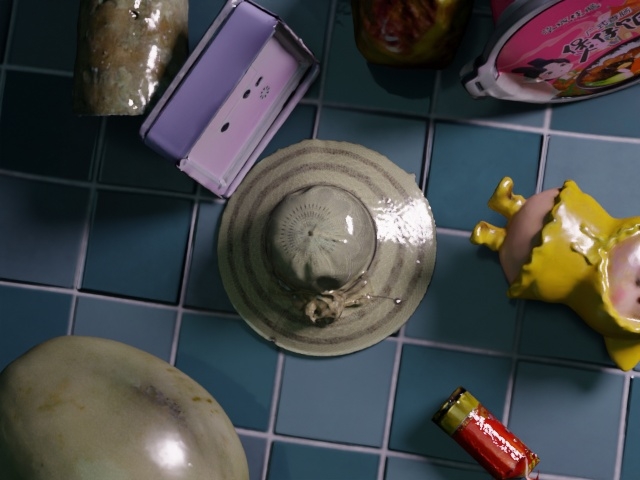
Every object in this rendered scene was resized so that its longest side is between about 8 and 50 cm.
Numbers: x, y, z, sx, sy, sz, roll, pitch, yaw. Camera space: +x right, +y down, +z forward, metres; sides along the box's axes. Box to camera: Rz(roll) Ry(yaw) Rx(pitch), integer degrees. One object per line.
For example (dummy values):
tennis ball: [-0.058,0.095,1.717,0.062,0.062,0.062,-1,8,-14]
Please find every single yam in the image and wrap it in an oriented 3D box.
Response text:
yam: [-0.212,-0.283,1.671,0.133,0.133,0.330,-3,79,8]

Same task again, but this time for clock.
clock: [-0.096,-0.154,1.627,0.073,0.144,0.193,35,89,22]

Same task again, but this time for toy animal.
toy animal: [0.272,0.022,1.567,0.230,0.156,0.156,31,89,0]

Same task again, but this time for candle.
candle: [0.181,0.216,1.597,0.131,0.052,0.052,41,91,9]

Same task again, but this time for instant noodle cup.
instant noodle cup: [0.270,-0.282,1.554,0.303,0.258,0.181,-15,68,4]

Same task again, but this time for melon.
melon: [-0.215,0.238,1.549,0.308,0.272,0.271,26,88,2]

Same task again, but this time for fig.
fig: [0.096,-0.261,1.629,0.144,0.154,0.165,-33,49,18]

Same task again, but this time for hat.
hat: [0.000,0.000,1.616,0.252,0.110,0.252,-1,84,9]
